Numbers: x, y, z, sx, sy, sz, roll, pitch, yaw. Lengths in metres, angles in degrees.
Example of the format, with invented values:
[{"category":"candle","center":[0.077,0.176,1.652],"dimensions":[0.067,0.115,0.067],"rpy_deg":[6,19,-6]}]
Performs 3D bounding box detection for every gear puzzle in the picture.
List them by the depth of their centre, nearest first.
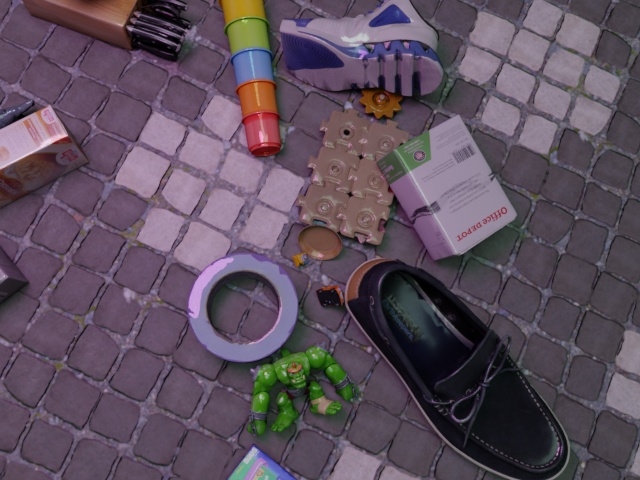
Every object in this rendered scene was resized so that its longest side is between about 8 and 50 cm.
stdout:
[{"category":"gear puzzle","center":[0.073,-0.162,1.223],"dimensions":[0.175,0.044,0.339],"rpy_deg":[16,74,0]}]

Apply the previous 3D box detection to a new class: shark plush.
[{"category":"shark plush","center":[-0.598,-0.212,1.153],"dimensions":[0.161,0.067,0.073],"rpy_deg":[-12,79,-8]}]

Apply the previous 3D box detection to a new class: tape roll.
[{"category":"tape roll","center":[-0.135,0.120,1.119],"dimensions":[0.189,0.080,0.189],"rpy_deg":[1,77,-6]}]

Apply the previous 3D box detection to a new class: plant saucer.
[{"category":"plant saucer","center":[0.000,0.000,1.166],"dimensions":[0.083,0.083,0.015],"rpy_deg":[18,41,-1]}]

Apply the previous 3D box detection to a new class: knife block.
[{"category":"knife block","center":[-0.394,-0.419,1.205],"dimensions":[0.276,0.088,0.242],"rpy_deg":[-25,80,-11]}]

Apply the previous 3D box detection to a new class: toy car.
[{"category":"toy car","center":[0.005,0.066,1.158],"dimensions":[0.040,0.060,0.122],"rpy_deg":[-29,88,-43]}]

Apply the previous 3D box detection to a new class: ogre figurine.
[{"category":"ogre figurine","center":[-0.042,0.251,1.096],"dimensions":[0.197,0.097,0.118],"rpy_deg":[-16,98,7]}]

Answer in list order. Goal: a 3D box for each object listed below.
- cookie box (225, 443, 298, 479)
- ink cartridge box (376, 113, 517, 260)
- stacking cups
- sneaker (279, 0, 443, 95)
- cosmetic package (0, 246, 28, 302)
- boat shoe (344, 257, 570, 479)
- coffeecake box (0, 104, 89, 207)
[{"category":"cookie box","center":[-0.100,0.415,1.078],"dimensions":[0.107,0.040,0.092],"rpy_deg":[38,76,3]},{"category":"ink cartridge box","center":[0.231,-0.094,1.168],"dimensions":[0.160,0.092,0.219],"rpy_deg":[-29,90,-21]},{"category":"stacking cups","center":[-0.123,-0.321,1.207],"dimensions":[0.096,0.096,0.316],"rpy_deg":[-10,79,-7]},{"category":"sneaker","center":[0.091,-0.390,1.238],"dimensions":[0.316,0.127,0.182],"rpy_deg":[11,58,8]},{"category":"cosmetic package","center":[-0.633,0.016,1.084],"dimensions":[0.127,0.107,0.238],"rpy_deg":[-42,88,-9]},{"category":"boat shoe","center":[0.241,0.226,1.088],"dimensions":[0.187,0.156,0.500],"rpy_deg":[-42,89,-16]},{"category":"coffeecake box","center":[-0.518,-0.141,1.106],"dimensions":[0.185,0.142,0.068],"rpy_deg":[-31,83,-11]}]
